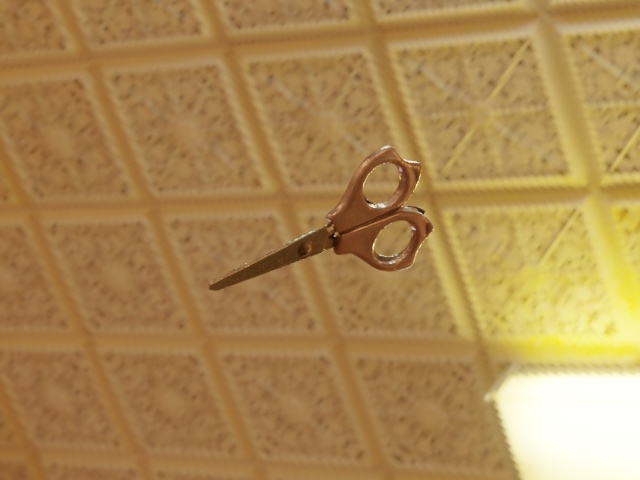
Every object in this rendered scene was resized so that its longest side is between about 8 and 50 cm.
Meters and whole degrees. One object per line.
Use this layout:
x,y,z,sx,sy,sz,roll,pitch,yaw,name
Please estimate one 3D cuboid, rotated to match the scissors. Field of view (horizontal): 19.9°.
0.000,0.000,1.325,0.015,0.189,0.100,30,-43,54,scissors
